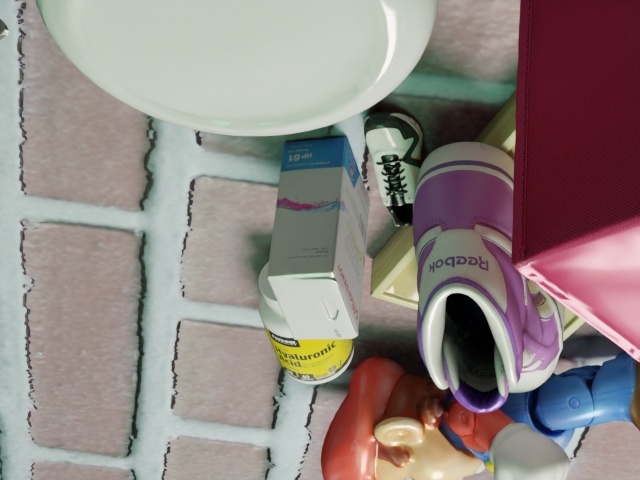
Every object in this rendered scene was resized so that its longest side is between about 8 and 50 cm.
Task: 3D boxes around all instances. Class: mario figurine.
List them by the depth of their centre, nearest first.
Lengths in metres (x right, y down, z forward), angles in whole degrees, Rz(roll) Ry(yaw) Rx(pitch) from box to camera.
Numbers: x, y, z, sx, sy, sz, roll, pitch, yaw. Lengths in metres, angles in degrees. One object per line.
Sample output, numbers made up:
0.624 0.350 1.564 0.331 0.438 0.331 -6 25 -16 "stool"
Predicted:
0.154 0.179 1.574 0.321 0.170 0.198 -12 144 21 "mario figurine"

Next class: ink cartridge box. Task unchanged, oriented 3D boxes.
0.000 0.000 1.367 0.052 0.122 0.088 -4 145 13 "ink cartridge box"

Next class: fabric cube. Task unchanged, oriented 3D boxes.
0.293 -0.067 1.114 0.258 0.254 0.259 -24 137 35 "fabric cube"

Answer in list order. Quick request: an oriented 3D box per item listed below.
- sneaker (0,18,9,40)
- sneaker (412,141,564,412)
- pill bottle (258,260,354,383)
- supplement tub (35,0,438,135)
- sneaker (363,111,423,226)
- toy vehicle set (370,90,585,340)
-0.298 -0.201 1.165 0.115 0.105 0.281 -36 134 -6 "sneaker"
0.115 0.074 1.365 0.102 0.161 0.282 -7 145 15 "sneaker"
-0.014 0.061 1.512 0.065 0.065 0.116 -3 144 12 "pill bottle"
-0.031 -0.207 0.934 0.191 0.272 0.191 3 146 2 "supplement tub"
0.057 -0.051 1.356 0.040 0.043 0.109 -5 143 18 "sneaker"
0.166 -0.013 1.404 0.166 0.035 0.267 17 144 -17 "toy vehicle set"
